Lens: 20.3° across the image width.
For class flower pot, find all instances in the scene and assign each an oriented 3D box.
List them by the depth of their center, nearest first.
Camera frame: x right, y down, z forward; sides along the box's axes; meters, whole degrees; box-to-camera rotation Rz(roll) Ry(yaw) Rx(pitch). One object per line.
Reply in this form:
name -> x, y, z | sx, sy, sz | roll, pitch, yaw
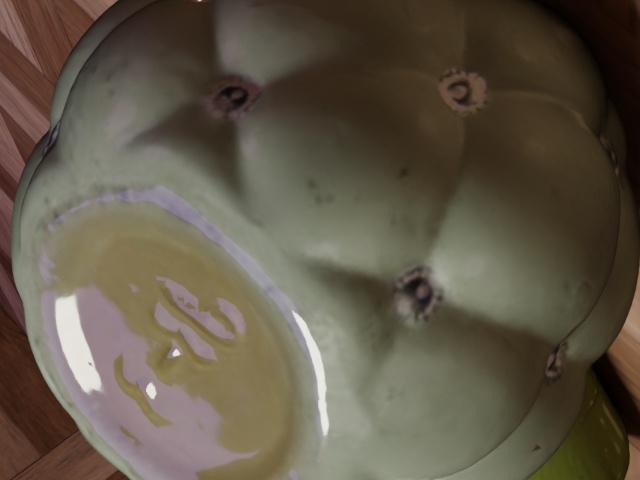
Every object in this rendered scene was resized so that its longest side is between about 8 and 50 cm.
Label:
flower pot -> 0.000, 0.000, 0.702 | 0.246, 0.195, 0.246 | 20, 128, 28

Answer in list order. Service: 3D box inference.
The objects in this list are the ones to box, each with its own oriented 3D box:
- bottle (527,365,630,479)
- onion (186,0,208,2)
bottle -> 0.051, 0.030, 0.887 | 0.260, 0.112, 0.112 | 58, 164, -15
onion -> -0.016, -0.174, 0.295 | 0.276, 0.276, 0.276 | 48, 164, 18
